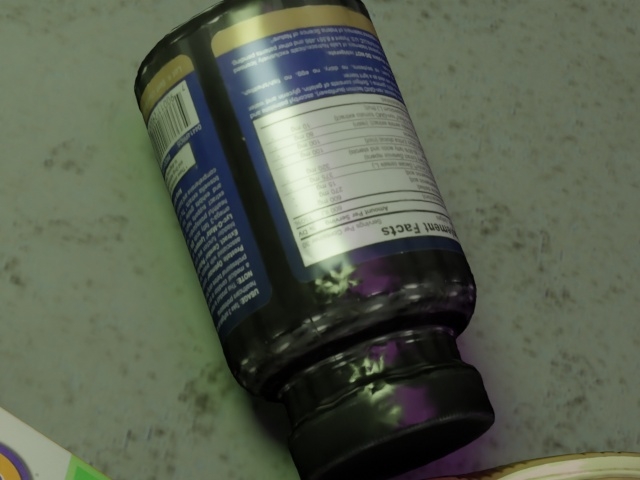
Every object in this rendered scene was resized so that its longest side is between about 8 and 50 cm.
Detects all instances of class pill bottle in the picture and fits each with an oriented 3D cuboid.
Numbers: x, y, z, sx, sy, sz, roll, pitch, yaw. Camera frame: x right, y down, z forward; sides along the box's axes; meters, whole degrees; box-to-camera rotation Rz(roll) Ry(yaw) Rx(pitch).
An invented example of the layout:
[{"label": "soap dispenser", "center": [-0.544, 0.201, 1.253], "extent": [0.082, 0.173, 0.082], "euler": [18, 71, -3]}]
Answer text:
[{"label": "pill bottle", "center": [0.000, 0.000, 0.874], "extent": [0.122, 0.123, 0.219], "euler": [-10, 70, -29]}]

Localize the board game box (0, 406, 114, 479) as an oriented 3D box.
[{"label": "board game box", "center": [-0.147, 0.135, 0.788], "extent": [0.259, 0.039, 0.124], "euler": [32, 54, -4]}]

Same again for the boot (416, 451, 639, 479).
[{"label": "boot", "center": [0.097, 0.187, 0.853], "extent": [0.213, 0.077, 0.165], "euler": [-6, 69, -26]}]
